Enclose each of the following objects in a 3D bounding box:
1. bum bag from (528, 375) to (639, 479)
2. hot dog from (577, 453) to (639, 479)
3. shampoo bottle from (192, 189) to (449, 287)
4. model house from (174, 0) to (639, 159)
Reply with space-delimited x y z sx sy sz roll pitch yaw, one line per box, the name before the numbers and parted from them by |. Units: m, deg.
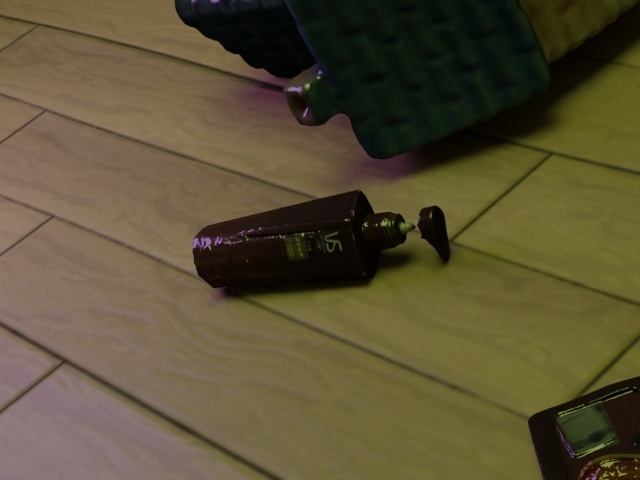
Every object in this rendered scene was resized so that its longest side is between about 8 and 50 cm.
bum bag | 0.205 0.153 1.112 0.109 0.026 0.159 -20 26 7
hot dog | 0.234 0.166 0.984 0.165 0.045 0.071 1 74 -1
shampoo bottle | 0.000 0.002 1.444 0.236 0.068 0.067 -9 34 27
model house | 0.038 -0.325 1.617 0.400 0.395 0.445 -41 26 -22
